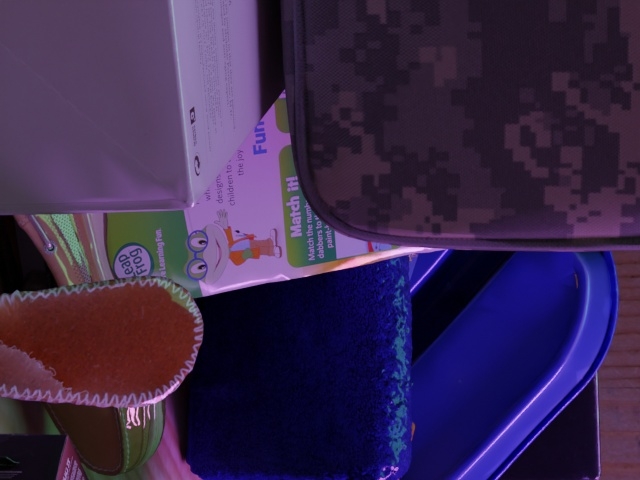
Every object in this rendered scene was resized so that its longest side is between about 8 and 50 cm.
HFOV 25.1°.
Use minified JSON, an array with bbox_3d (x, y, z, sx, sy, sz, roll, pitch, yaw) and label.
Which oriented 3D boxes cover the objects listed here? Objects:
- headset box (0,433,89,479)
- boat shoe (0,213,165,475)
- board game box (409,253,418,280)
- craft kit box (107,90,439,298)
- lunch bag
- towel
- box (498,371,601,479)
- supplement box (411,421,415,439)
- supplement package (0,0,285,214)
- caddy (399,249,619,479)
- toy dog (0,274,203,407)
[{"bbox_3d":[-0.133,0.115,0.625,0.083,0.062,0.032,79,13,-48],"label":"headset box"},{"bbox_3d":[-0.129,0.040,0.685,0.072,0.068,0.190,-52,132,-55],"label":"boat shoe"},{"bbox_3d":[0.000,0.000,1.049,0.201,0.035,0.136,43,-58,54],"label":"board game box"},{"bbox_3d":[-0.019,-0.101,0.802,0.061,0.247,0.250,-148,-130,-61],"label":"craft kit box"},{"bbox_3d":[0.097,-0.155,0.667,0.256,0.212,0.305,-55,143,-71],"label":"lunch bag"},{"bbox_3d":[-0.023,0.016,0.975,0.228,0.076,0.308,-20,-111,58],"label":"towel"},{"bbox_3d":[0.142,0.147,1.520,0.294,0.296,0.182,7,82,-81],"label":"box"},{"bbox_3d":[-0.004,0.233,1.082,0.078,0.080,0.233,-65,173,-67],"label":"supplement box"},{"bbox_3d":[-0.104,-0.132,0.561,0.203,0.149,0.194,-64,152,-69],"label":"supplement package"},{"bbox_3d":[0.090,0.080,1.200,0.341,0.241,0.179,-48,165,7],"label":"caddy"},{"bbox_3d":[-0.070,0.109,0.442,0.220,0.161,0.333,-90,155,-53],"label":"toy dog"}]
